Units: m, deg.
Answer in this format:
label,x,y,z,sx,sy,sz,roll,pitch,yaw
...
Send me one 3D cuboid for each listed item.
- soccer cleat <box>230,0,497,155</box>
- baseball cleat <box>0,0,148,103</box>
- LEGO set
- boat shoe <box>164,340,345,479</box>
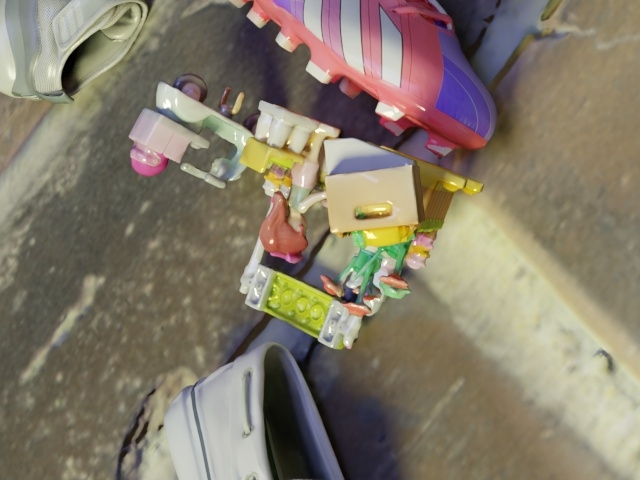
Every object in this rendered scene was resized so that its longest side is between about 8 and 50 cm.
label,x,y,z,sx,sy,sz,roll,pitch,yaw
soccer cleat,0.017,-0.132,0.832,0.095,0.083,0.248,-53,46,6
baseball cleat,-0.146,-0.185,1.005,0.109,0.072,0.205,13,87,28
LEGO set,0.000,0.000,0.760,0.287,0.132,0.107,30,101,64
boat shoe,-0.014,0.141,0.752,0.076,0.083,0.226,-44,51,20
